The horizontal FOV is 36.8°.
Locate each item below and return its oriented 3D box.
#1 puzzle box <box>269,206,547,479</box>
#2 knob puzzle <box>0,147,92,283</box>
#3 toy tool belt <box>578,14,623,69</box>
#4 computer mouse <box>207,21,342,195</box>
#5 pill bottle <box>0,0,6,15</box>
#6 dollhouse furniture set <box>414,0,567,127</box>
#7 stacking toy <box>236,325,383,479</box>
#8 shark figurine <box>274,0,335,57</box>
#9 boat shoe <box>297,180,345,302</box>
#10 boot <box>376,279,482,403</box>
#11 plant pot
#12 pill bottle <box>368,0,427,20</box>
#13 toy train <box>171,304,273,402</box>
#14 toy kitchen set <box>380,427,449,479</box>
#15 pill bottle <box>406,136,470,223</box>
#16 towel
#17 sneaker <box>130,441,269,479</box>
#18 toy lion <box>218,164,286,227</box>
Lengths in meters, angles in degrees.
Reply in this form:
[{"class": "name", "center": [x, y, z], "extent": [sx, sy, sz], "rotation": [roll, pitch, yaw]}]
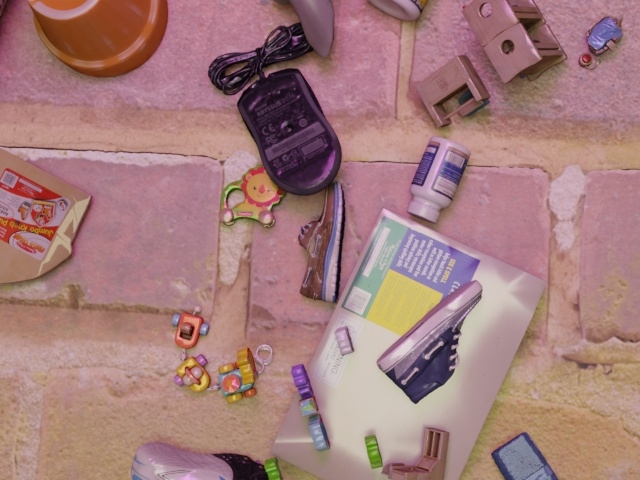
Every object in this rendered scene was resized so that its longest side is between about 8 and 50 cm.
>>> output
[{"class": "puzzle box", "center": [0.131, 0.188, 1.436], "extent": [0.272, 0.052, 0.409], "rotation": [25, 89, 7]}, {"class": "knob puzzle", "center": [-0.471, -0.020, 1.512], "extent": [0.213, 0.030, 0.213], "rotation": [0, 86, 4]}, {"class": "toy tool belt", "center": [0.420, -0.300, 1.443], "extent": [0.052, 0.051, 0.083], "rotation": [41, 91, 6]}, {"class": "computer mouse", "center": [-0.044, -0.186, 1.472], "extent": [0.188, 0.072, 0.272], "rotation": [-23, 72, 5]}, {"class": "pill bottle", "center": [-0.573, -0.428, 1.451], "extent": [0.224, 0.224, 0.392], "rotation": [23, 89, 6]}, {"class": "dollhouse furniture set", "center": [0.242, -0.276, 1.440], "extent": [0.183, 0.129, 0.129], "rotation": [-32, 83, 32]}, {"class": "stacking toy", "center": [-0.015, 0.244, 1.397], "extent": [0.167, 0.052, 0.221], "rotation": [-16, 87, 5]}, {"class": "shark figurine", "center": [-0.085, -0.402, 1.413], "extent": [0.278, 0.116, 0.166], "rotation": [33, 119, 16]}, {"class": "boat shoe", "center": [0.000, 0.000, 1.452], "extent": [0.066, 0.066, 0.183], "rotation": [5, 87, 7]}, {"class": "boot", "center": [0.177, 0.145, 1.381], "extent": [0.190, 0.069, 0.086], "rotation": [-42, 91, 9]}, {"class": "plant pot", "center": [-0.351, -0.367, 1.445], "extent": [0.205, 0.188, 0.205], "rotation": [0, 86, 5]}, {"class": "pill bottle", "center": [0.143, -0.434, 1.449], "extent": [0.103, 0.103, 0.184], "rotation": [28, 90, 6]}, {"class": "toy train", "center": [-0.162, 0.177, 1.464], "extent": [0.166, 0.046, 0.125], "rotation": [22, 89, 6]}, {"class": "toy kitchen set", "center": [0.128, 0.304, 1.372], "extent": [0.068, 0.083, 0.075], "rotation": [5, 86, 47]}, {"class": "pill bottle", "center": [0.173, -0.089, 1.442], "extent": [0.067, 0.067, 0.120], "rotation": [23, 88, 6]}, {"class": "towel", "center": [0.309, 0.347, 1.422], "extent": [0.067, 0.029, 0.119], "rotation": [-33, 85, 2]}, {"class": "sneaker", "center": [-0.167, 0.365, 1.443], "extent": [0.237, 0.085, 0.086], "rotation": [13, 114, 2]}, {"class": "toy lion", "center": [-0.104, -0.070, 1.486], "extent": [0.100, 0.034, 0.096], "rotation": [2, 80, 5]}]
